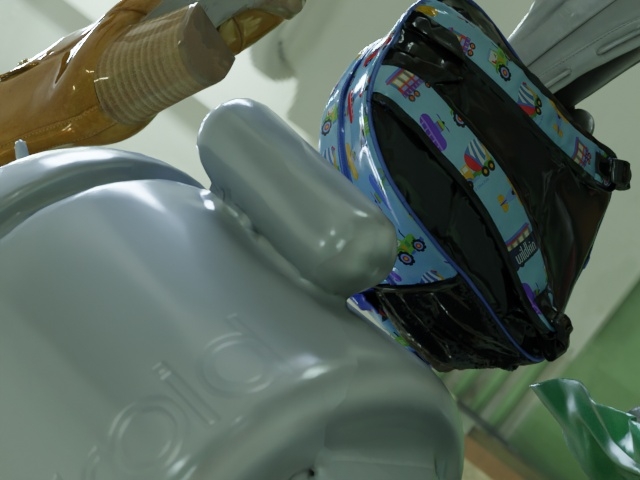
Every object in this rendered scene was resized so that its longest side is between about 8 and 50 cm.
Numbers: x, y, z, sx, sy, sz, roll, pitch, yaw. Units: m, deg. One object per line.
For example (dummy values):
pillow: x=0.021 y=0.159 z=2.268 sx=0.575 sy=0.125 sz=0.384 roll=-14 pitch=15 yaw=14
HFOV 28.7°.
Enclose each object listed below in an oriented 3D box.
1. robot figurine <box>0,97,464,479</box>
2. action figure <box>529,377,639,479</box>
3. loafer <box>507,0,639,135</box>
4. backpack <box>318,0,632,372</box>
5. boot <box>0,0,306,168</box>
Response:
robot figurine: x=-0.075 y=0.084 z=0.583 sx=0.200 sy=0.353 sz=0.300 roll=24 pitch=-80 yaw=-51
action figure: x=0.155 y=0.087 z=0.437 sx=0.063 sy=0.137 sz=0.232 roll=-45 pitch=-4 yaw=-10
loafer: x=0.190 y=-0.124 z=1.110 sx=0.112 sy=0.111 sz=0.319 roll=-13 pitch=-27 yaw=-51
backpack: x=0.064 y=-0.033 z=0.661 sx=0.117 sy=0.173 sz=0.158 roll=-14 pitch=37 yaw=45
boot: x=-0.137 y=-0.166 z=0.970 sx=0.211 sy=0.104 sz=0.295 roll=-16 pitch=28 yaw=28
